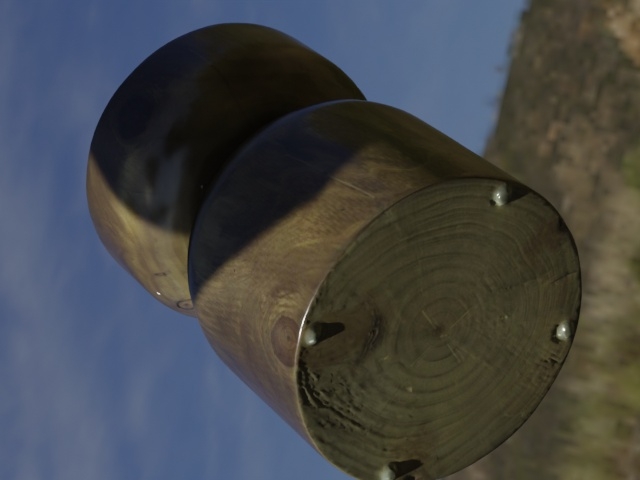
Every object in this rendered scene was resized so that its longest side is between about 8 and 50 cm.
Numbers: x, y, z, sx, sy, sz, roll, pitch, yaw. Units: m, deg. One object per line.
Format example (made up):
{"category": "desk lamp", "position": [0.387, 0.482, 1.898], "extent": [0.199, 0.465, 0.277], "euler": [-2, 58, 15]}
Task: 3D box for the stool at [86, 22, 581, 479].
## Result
{"category": "stool", "position": [0.000, 0.000, 1.091], "extent": [0.264, 0.179, 0.179], "euler": [38, 124, 52]}
